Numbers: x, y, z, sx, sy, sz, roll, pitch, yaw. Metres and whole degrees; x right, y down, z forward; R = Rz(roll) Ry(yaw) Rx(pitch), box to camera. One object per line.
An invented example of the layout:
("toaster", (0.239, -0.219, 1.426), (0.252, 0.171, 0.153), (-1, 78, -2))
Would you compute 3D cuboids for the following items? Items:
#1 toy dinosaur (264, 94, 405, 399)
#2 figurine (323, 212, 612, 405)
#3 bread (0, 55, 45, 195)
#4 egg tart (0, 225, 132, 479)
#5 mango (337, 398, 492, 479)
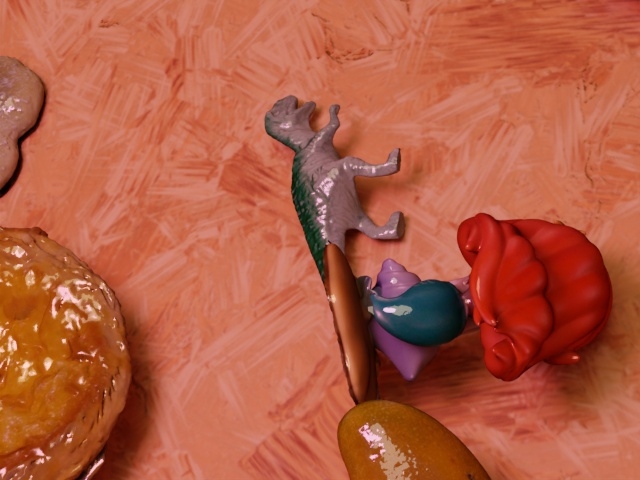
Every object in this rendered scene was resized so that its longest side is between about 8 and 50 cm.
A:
("toy dinosaur", (0.045, -0.018, 1.847), (0.129, 0.076, 0.383), (-27, 55, 11))
("figurine", (0.143, 0.062, 1.683), (0.257, 0.208, 0.181), (-14, 49, 7))
("bread", (-0.447, -0.103, 2.057), (0.286, 0.056, 0.207), (-15, 59, 11))
("egg tart", (-0.336, 0.153, 1.847), (0.341, 0.129, 0.341), (-7, 61, 13))
("mango", (0.094, 0.246, 1.641), (0.136, 0.099, 0.227), (-26, 87, -6))
